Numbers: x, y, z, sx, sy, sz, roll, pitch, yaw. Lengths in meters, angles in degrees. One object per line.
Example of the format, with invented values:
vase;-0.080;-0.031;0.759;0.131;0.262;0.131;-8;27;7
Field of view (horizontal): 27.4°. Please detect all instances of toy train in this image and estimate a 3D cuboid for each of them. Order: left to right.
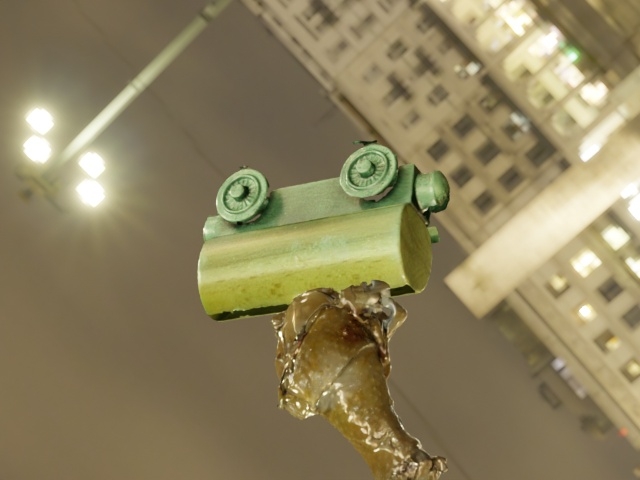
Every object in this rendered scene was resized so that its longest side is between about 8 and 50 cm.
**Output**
toy train;0.004;0.005;1.472;0.126;0.308;0.189;36;-131;-56

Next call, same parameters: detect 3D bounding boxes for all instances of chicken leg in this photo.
chicken leg;0.024;0.122;1.096;0.080;0.125;0.196;83;174;-59
